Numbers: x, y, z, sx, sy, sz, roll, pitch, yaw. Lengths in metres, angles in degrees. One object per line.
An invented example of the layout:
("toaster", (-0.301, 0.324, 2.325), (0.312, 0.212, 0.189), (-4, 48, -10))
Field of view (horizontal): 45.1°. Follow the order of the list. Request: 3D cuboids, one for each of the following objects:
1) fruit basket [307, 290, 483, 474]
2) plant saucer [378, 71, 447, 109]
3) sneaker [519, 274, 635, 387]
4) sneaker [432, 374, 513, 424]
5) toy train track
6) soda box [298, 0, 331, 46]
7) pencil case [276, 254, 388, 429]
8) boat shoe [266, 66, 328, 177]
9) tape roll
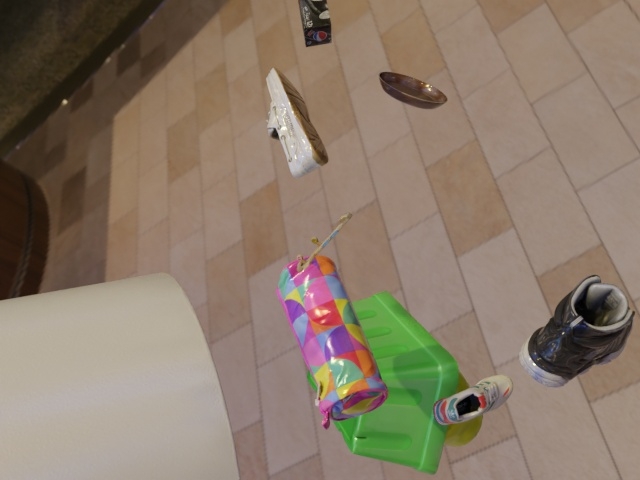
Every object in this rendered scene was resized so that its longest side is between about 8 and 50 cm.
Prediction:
("fruit basket", (0.190, 0.293, 1.570), (0.392, 0.392, 0.282), (30, 117, 48))
("plant saucer", (0.208, -0.340, 1.765), (0.168, 0.169, 0.029), (52, 131, 48))
("sneaker", (0.420, 0.118, 1.153), (0.101, 0.269, 0.153), (49, 136, 24))
("sneaker", (0.274, 0.273, 1.312), (0.075, 0.161, 0.057), (-31, 77, 67))
("toy train track", (0.000, 0.000, 0.727), (0.083, 0.014, 0.048), (-47, 5, 34))
("soda box", (-0.016, -0.463, 1.497), (0.053, 0.060, 0.168), (-9, 67, -2))
("pencil case", (0.012, 0.136, 1.079), (0.104, 0.104, 0.236), (-33, 57, 19))
("boat shoe", (-0.076, -0.256, 1.672), (0.096, 0.098, 0.277), (-33, 58, 20))
("tape roll", (-0.171, 0.155, 0.553), (0.246, 0.169, 0.246), (170, 90, -67))
